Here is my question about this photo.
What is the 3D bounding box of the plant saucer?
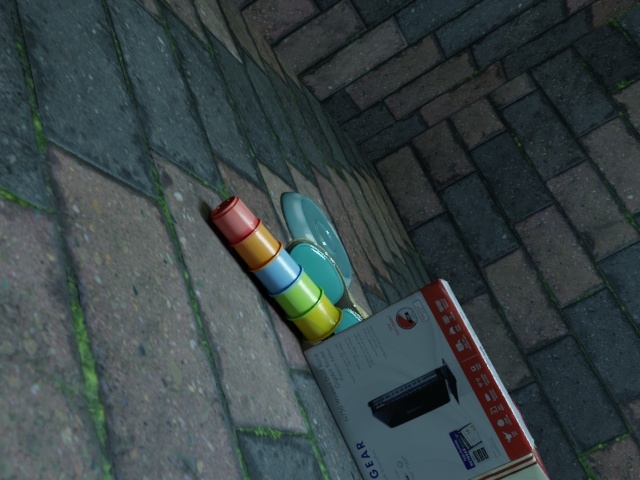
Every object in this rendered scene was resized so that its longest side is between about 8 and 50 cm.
[{"bbox_3d":[0.000,0.000,1.697,0.317,0.044,0.317,54,15,-21],"label":"plant saucer"}]

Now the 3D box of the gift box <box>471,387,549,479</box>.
[{"bbox_3d":[0.334,0.452,1.504,0.276,0.258,0.255,53,15,-24],"label":"gift box"}]

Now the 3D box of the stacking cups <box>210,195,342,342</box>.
[{"bbox_3d":[-0.078,0.049,1.203,0.316,0.096,0.096,55,15,-22],"label":"stacking cups"}]

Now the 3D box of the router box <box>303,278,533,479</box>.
[{"bbox_3d":[0.176,0.288,1.191,0.335,0.301,0.082,63,14,13],"label":"router box"}]

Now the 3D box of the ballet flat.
[{"bbox_3d":[0.015,0.133,1.370,0.348,0.123,0.123,54,15,-21],"label":"ballet flat"}]
